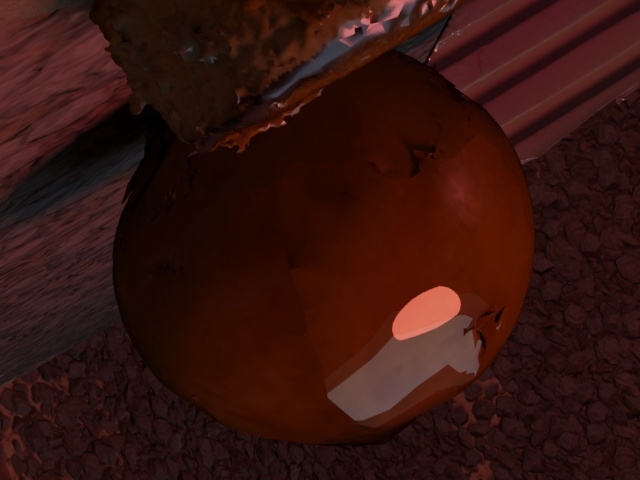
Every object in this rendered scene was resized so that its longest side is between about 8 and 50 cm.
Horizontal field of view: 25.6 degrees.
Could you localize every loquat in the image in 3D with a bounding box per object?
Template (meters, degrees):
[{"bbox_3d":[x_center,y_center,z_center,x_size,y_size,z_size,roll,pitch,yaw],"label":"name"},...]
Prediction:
[{"bbox_3d":[0.000,0.000,0.789,0.235,0.235,0.235,-32,179,0],"label":"loquat"}]

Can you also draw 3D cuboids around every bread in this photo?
[{"bbox_3d":[-0.007,-0.081,0.458,0.128,0.069,0.140,-33,-177,9],"label":"bread"}]

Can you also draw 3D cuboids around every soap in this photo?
[{"bbox_3d":[0.177,-0.153,1.182,0.230,0.145,0.091,-31,180,-11],"label":"soap"}]

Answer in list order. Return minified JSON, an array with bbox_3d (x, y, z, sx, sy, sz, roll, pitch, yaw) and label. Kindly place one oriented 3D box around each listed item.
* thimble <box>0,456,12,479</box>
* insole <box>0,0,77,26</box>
[{"bbox_3d":[-0.241,0.168,0.567,0.195,0.291,0.291,-33,179,11],"label":"thimble"},{"bbox_3d":[-0.069,-0.089,0.442,0.192,0.010,0.063,-32,180,-24],"label":"insole"}]
